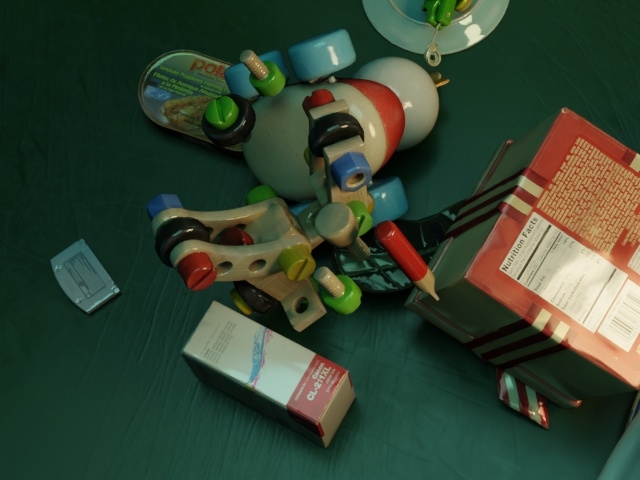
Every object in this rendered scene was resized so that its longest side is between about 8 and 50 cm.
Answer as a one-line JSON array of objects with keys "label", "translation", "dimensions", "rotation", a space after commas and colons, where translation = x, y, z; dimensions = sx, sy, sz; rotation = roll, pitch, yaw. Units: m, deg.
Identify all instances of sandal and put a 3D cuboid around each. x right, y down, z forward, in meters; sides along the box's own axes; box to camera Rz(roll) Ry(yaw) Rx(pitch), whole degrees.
[{"label": "sandal", "translation": [0.117, 0.007, 1.866], "dimensions": [0.219, 0.060, 0.090], "rotation": [-22, 76, -18]}]

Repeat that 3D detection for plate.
[{"label": "plate", "translation": [0.143, -0.320, 1.987], "dimensions": [0.188, 0.024, 0.188], "rotation": [-2, 71, 5]}]

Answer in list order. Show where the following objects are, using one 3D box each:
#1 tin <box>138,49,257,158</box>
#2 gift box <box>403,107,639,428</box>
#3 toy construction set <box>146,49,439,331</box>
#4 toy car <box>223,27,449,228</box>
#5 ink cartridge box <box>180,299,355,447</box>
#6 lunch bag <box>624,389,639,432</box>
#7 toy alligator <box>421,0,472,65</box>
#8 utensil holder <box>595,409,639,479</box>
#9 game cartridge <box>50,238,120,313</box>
[{"label": "tin", "translation": [-0.129, -0.166, 1.953], "dimensions": [0.189, 0.040, 0.106], "rotation": [20, 78, 11]}, {"label": "gift box", "translation": [0.268, 0.046, 1.738], "dimensions": [0.276, 0.258, 0.255], "rotation": [38, 76, -5]}, {"label": "toy construction set", "translation": [0.000, 0.000, 1.700], "dimensions": [0.309, 0.237, 0.257], "rotation": [30, 79, 37]}, {"label": "toy car", "translation": [0.048, -0.145, 1.877], "dimensions": [0.238, 0.210, 0.219], "rotation": [-29, 103, -43]}, {"label": "ink cartridge box", "translation": [-0.056, 0.150, 1.791], "dimensions": [0.175, 0.127, 0.072], "rotation": [27, 76, 13]}, {"label": "lunch bag", "translation": [0.451, 0.203, 1.740], "dimensions": [0.219, 0.090, 0.176], "rotation": [24, 87, 10]}, {"label": "toy alligator", "translation": [0.146, -0.295, 1.942], "dimensions": [0.051, 0.056, 0.190], "rotation": [2, 67, 51]}, {"label": "utensil holder", "translation": [0.442, 0.366, 1.554], "dimensions": [0.385, 0.327, 0.327], "rotation": [26, 75, 4]}, {"label": "game cartridge", "translation": [-0.283, 0.045, 1.906], "dimensions": [0.056, 0.017, 0.083], "rotation": [-34, 72, -10]}]
